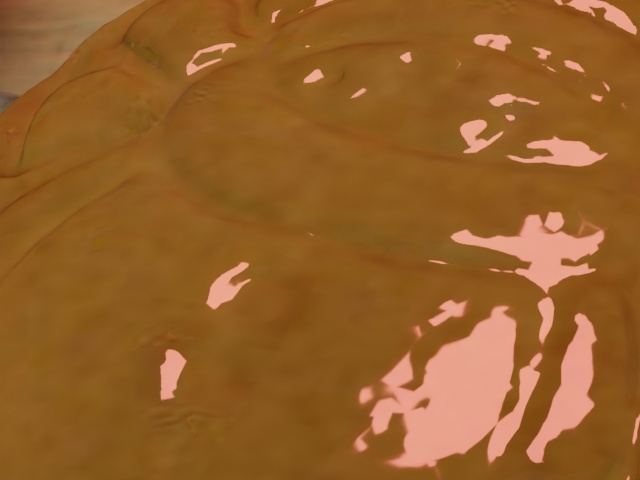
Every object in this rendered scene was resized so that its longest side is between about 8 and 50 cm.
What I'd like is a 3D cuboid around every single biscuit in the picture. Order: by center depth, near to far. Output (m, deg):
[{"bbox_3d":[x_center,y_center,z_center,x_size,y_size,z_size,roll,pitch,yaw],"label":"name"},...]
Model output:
[{"bbox_3d":[0.000,0.000,0.675,0.312,0.057,0.351,5,50,26],"label":"biscuit"}]

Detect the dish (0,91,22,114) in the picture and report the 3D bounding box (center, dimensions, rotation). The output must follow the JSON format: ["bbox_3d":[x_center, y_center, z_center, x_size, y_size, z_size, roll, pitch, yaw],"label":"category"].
[{"bbox_3d":[-0.201,0.008,0.804,0.234,0.064,0.154,-18,60,11],"label":"dish"}]
